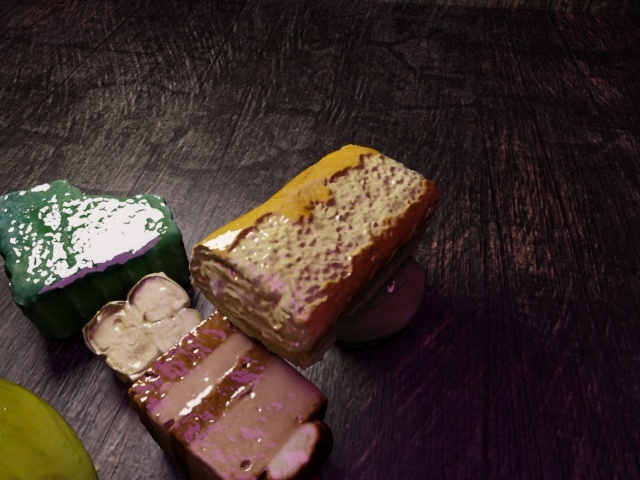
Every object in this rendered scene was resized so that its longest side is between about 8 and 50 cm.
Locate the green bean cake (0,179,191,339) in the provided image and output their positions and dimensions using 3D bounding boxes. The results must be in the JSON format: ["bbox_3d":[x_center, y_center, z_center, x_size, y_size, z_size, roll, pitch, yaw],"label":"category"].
[{"bbox_3d":[-0.448,0.009,0.981,0.308,0.169,0.300,-23,53,-20],"label":"green bean cake"}]

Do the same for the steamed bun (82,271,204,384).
[{"bbox_3d":[-0.292,0.168,0.869,0.192,0.106,0.177,39,71,6],"label":"steamed bun"}]

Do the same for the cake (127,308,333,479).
[{"bbox_3d":[-0.108,0.273,0.720,0.293,0.199,0.196,32,51,22],"label":"cake"}]

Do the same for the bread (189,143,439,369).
[{"bbox_3d":[0.000,0.000,0.774,0.236,0.165,0.375,31,49,20],"label":"bread"}]

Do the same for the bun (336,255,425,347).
[{"bbox_3d":[0.078,0.074,0.923,0.239,0.141,0.239,-2,47,3],"label":"bun"}]

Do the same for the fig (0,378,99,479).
[{"bbox_3d":[-0.436,0.337,0.592,0.343,0.343,0.343,-1,48,1],"label":"fig"}]
